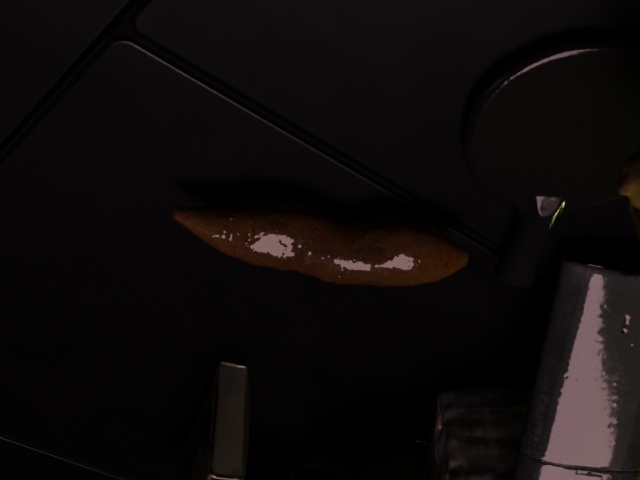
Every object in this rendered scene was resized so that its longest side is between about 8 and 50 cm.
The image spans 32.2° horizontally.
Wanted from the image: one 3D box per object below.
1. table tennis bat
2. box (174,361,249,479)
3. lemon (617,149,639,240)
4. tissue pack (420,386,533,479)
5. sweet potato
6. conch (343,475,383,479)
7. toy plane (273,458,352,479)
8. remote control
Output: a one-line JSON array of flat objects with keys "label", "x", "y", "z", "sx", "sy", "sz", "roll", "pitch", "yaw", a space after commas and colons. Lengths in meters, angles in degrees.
[{"label": "table tennis bat", "x": 0.165, "y": -0.048, "z": 0.769, "sx": 0.150, "sy": 0.027, "sz": 0.236, "roll": 4, "pitch": 139, "yaw": -7}, {"label": "box", "x": -0.101, "y": 0.203, "z": 0.999, "sx": 0.036, "sy": 0.115, "sz": 0.177, "roll": 10, "pitch": 140, "yaw": -13}, {"label": "lemon", "x": 0.353, "y": 0.006, "z": 0.657, "sx": 0.316, "sy": 0.285, "sz": 0.285, "roll": 20, "pitch": 148, "yaw": 26}, {"label": "tissue pack", "x": 0.293, "y": 0.260, "z": 1.069, "sx": 0.394, "sy": 0.124, "sz": 0.288, "roll": 1, "pitch": 136, "yaw": -2}, {"label": "sweet potato", "x": 0.000, "y": 0.002, "z": 0.807, "sx": 0.218, "sy": 0.051, "sz": 0.065, "roll": 7, "pitch": 144, "yaw": -9}, {"label": "conch", "x": 0.048, "y": 0.273, "z": 1.023, "sx": 0.106, "sy": 0.116, "sz": 0.173, "roll": -23, "pitch": 155, "yaw": 0}, {"label": "toy plane", "x": -0.055, "y": 0.260, "z": 1.065, "sx": 0.160, "sy": 0.082, "sz": 0.234, "roll": -27, "pitch": 161, "yaw": 17}, {"label": "remote control", "x": 0.209, "y": 0.195, "z": 0.902, "sx": 0.107, "sy": 0.044, "sz": 0.377, "roll": 5, "pitch": 107, "yaw": -10}]
